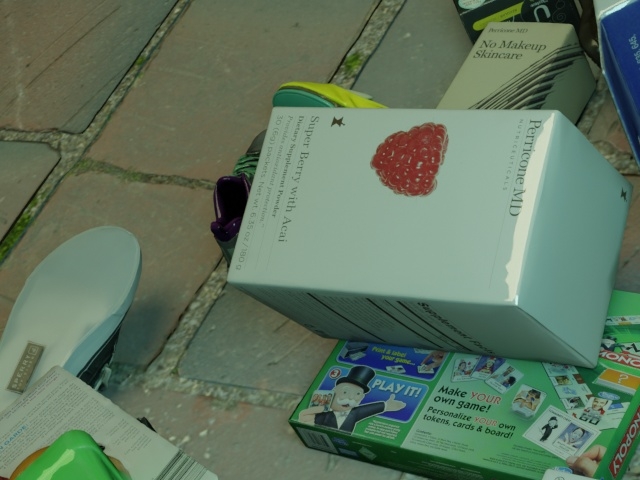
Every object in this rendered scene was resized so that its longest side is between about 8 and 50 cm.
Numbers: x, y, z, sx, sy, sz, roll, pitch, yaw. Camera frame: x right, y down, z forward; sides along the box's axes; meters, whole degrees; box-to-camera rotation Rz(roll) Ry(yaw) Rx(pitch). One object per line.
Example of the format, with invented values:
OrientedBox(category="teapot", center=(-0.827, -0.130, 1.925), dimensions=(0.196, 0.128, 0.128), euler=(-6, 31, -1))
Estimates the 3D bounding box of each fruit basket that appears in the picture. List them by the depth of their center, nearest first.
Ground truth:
OrientedBox(category="fruit basket", center=(-0.277, 0.276, 1.459), dimensions=(0.327, 0.165, 0.353), euler=(-44, 26, -16))

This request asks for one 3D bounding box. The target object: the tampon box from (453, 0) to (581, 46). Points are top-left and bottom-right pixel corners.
OrientedBox(category="tampon box", center=(0.209, -0.282, 1.849), dimensions=(0.120, 0.101, 0.161), euler=(-24, 40, 8))

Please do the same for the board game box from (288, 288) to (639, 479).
OrientedBox(category="board game box", center=(0.152, 0.123, 1.503), dimensions=(0.317, 0.046, 0.213), euler=(9, 52, 38))

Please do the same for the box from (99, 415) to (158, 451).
OrientedBox(category="box", center=(-0.251, 0.309, 1.540), dimensions=(0.270, 0.060, 0.216), euler=(-27, 39, 4))

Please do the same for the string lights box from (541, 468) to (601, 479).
OrientedBox(category="string lights box", center=(0.187, 0.309, 1.262), dimensions=(0.133, 0.077, 0.260), euler=(8, 53, 38))

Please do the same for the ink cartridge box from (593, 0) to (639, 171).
OrientedBox(category="ink cartridge box", center=(0.310, -0.148, 1.492), dimensions=(0.072, 0.304, 0.307), euler=(-18, 42, 16))

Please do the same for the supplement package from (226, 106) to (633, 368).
OrientedBox(category="supplement package", center=(0.098, -0.007, 1.463), dimensions=(0.293, 0.175, 0.177), euler=(3, 71, 34))

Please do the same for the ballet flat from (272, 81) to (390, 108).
OrientedBox(category="ballet flat", center=(0.047, -0.127, 1.820), dimensions=(0.077, 0.077, 0.231), euler=(-28, 37, -33))

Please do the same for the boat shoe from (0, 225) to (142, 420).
OrientedBox(category="boat shoe", center=(-0.267, 0.130, 1.703), dimensions=(0.113, 0.105, 0.306), euler=(13, 62, 17))

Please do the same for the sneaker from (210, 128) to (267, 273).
OrientedBox(category="sneaker", center=(-0.069, -0.062, 1.789), dimensions=(0.083, 0.098, 0.224), euler=(-13, 43, 19))

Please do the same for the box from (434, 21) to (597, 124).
OrientedBox(category="box", center=(0.173, -0.098, 1.684), dimensions=(0.113, 0.094, 0.275), euler=(6, 52, 36))

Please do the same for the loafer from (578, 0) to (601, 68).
OrientedBox(category="loafer", center=(0.321, -0.250, 1.738), dimensions=(0.078, 0.080, 0.220), euler=(-38, 25, 29))
